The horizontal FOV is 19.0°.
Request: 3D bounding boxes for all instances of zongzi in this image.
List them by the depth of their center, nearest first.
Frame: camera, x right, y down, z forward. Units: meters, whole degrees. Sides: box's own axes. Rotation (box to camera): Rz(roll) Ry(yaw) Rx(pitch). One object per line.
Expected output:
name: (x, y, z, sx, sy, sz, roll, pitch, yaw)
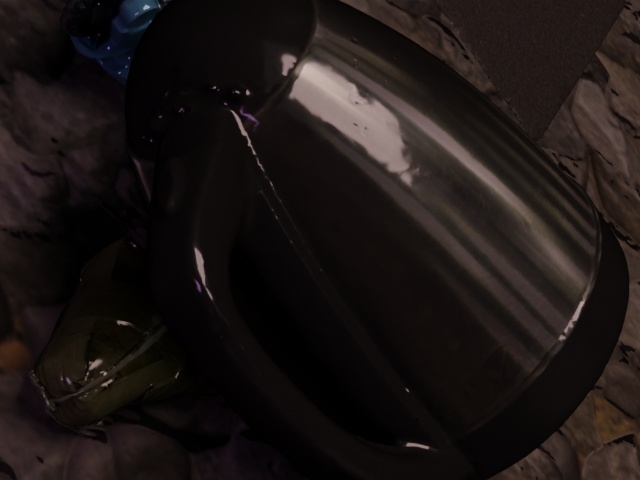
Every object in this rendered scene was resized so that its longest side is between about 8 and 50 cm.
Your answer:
zongzi: (-0.090, 0.074, 0.978, 0.119, 0.055, 0.109, 51, 38, -24)

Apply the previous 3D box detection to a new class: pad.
pad: (0.087, -0.173, 1.035, 0.211, 0.003, 0.143, 53, 47, -20)

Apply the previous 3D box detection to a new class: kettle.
kettle: (-0.005, -0.007, 0.974, 0.271, 0.207, 0.250, 49, 65, -31)

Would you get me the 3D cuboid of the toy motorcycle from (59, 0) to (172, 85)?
toy motorcycle: (-0.029, -0.165, 1.092, 0.272, 0.182, 0.123, -30, 80, -15)
